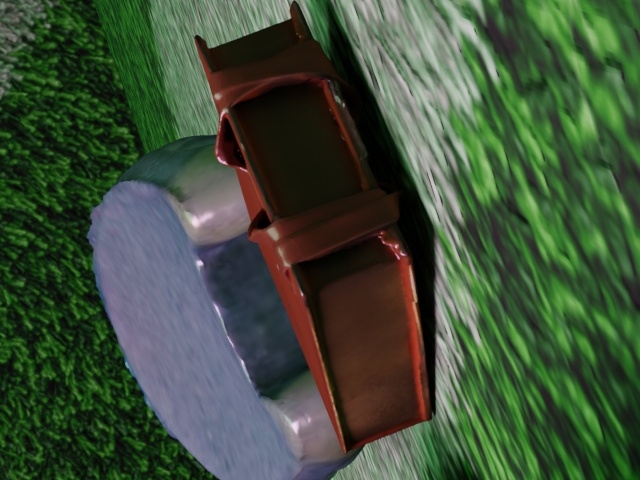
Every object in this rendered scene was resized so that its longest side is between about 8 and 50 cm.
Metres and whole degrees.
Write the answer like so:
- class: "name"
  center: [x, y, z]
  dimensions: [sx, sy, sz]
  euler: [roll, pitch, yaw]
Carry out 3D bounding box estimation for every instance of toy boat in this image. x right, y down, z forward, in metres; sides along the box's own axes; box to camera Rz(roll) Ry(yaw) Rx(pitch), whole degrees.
- class: "toy boat"
  center: [-0.036, 0.037, 1.055]
  dimensions: [0.215, 0.123, 0.330]
  euler: [62, 162, 2]

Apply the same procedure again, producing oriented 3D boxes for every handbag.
- class: "handbag"
  center: [0.000, 0.000, 0.761]
  dimensions: [0.190, 0.063, 0.127]
  euler: [79, 170, -65]
